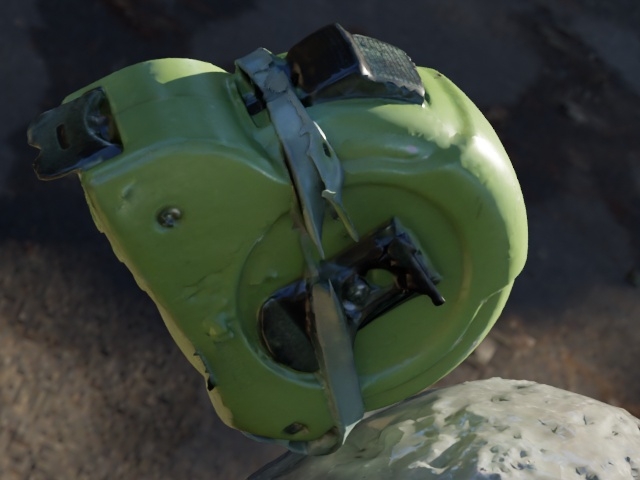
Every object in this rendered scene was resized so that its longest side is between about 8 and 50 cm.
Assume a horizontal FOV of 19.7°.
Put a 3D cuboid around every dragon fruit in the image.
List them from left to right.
[{"bbox_3d":[0.030,0.169,0.817,0.204,0.283,0.221,22,48,3],"label":"dragon fruit"}]

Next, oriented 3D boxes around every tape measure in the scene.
[{"bbox_3d":[0.000,0.000,0.691,0.177,0.154,0.087,63,0,-39],"label":"tape measure"}]
